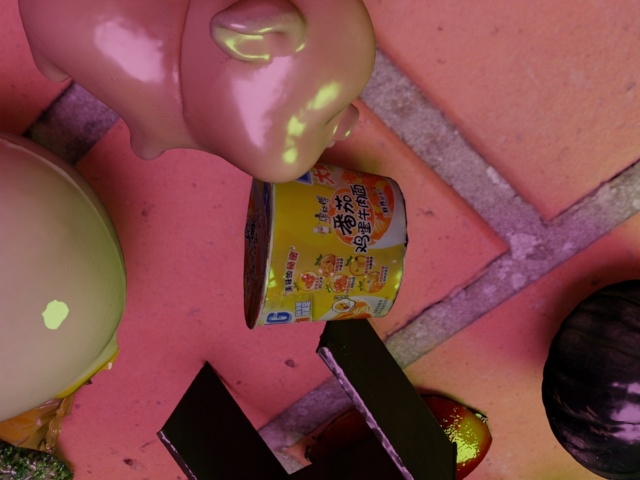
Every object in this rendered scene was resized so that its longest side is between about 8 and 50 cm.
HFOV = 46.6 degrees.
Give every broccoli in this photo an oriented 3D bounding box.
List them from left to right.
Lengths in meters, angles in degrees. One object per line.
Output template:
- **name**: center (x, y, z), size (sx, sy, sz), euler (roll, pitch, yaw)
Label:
- **broccoli**: center (-0.471, 0.393, 1.062), size (0.220, 0.194, 0.194), euler (-28, 118, 11)

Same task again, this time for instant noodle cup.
- **instant noodle cup**: center (0.000, 0.000, 0.816), size (0.153, 0.205, 0.205), euler (4, 123, -14)

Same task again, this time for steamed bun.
- **steamed bun**: center (-0.392, 0.041, 0.771), size (0.374, 0.334, 0.334), euler (-4, 122, 9)

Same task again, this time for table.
- **table**: center (-0.004, 0.253, 0.935), size (0.251, 0.196, 0.282), euler (-31, 100, 19)

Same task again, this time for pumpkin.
- **pumpkin**: center (0.377, 0.167, 0.910), size (0.250, 0.216, 0.250), euler (-13, 117, -28)

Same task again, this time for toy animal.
- **toy animal**: center (-0.107, -0.188, 0.683), size (0.326, 0.237, 0.269), euler (34, 138, -13)

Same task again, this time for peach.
- **peach**: center (0.109, 0.308, 1.072), size (0.279, 0.068, 0.189), euler (-15, 119, 11)

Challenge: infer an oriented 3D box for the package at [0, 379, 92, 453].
- **package**: center (-0.432, 0.194, 0.993), size (0.226, 0.090, 0.168), euler (24, 118, -11)
